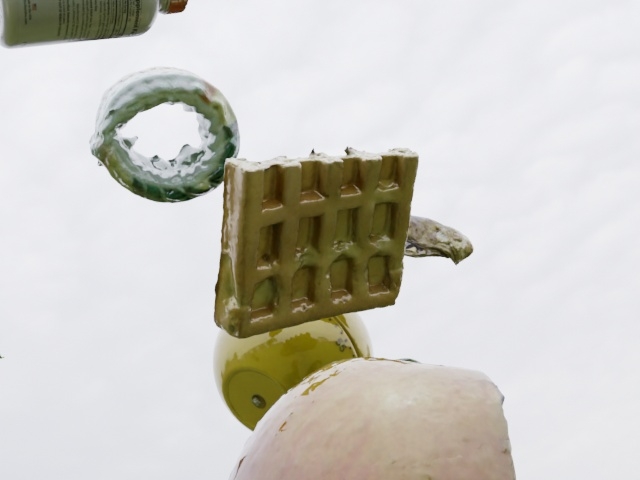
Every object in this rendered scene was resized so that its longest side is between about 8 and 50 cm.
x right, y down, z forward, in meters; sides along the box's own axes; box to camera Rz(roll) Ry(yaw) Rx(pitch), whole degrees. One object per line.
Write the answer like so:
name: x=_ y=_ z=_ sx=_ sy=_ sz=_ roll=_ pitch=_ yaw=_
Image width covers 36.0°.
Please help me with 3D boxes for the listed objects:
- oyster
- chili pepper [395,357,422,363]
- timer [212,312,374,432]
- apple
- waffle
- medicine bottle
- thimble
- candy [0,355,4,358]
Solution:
oyster: x=0.156 y=0.005 z=1.976 sx=0.294 sy=0.166 sz=0.094 roll=-5 pitch=-71 yaw=-36
chili pepper: x=0.048 y=0.340 z=1.729 sx=0.359 sy=0.085 sz=0.076 roll=-52 pitch=-31 yaw=15
timer: x=-0.039 y=0.234 z=2.092 sx=0.376 sy=0.376 sz=0.387 roll=-39 pitch=1 yaw=39
apple: x=0.048 y=0.254 z=0.695 sx=0.179 sy=0.346 sz=0.254 roll=7 pitch=-12 yaw=-45
waffle: x=-0.001 y=0.000 z=1.588 sx=0.348 sy=0.077 sz=0.304 roll=-10 pitch=-62 yaw=-28
medicine bottle: x=-0.345 y=-0.376 z=1.468 sx=0.288 sy=0.157 sz=0.157 roll=-13 pitch=-27 yaw=-28
thimble: x=-0.307 y=-0.207 z=1.928 sx=0.288 sy=0.167 sz=0.254 roll=-8 pitch=-72 yaw=-12
candy: x=-0.580 y=0.166 z=1.550 sx=0.102 sy=0.178 sz=0.032 roll=-41 pitch=-41 yaw=-19
